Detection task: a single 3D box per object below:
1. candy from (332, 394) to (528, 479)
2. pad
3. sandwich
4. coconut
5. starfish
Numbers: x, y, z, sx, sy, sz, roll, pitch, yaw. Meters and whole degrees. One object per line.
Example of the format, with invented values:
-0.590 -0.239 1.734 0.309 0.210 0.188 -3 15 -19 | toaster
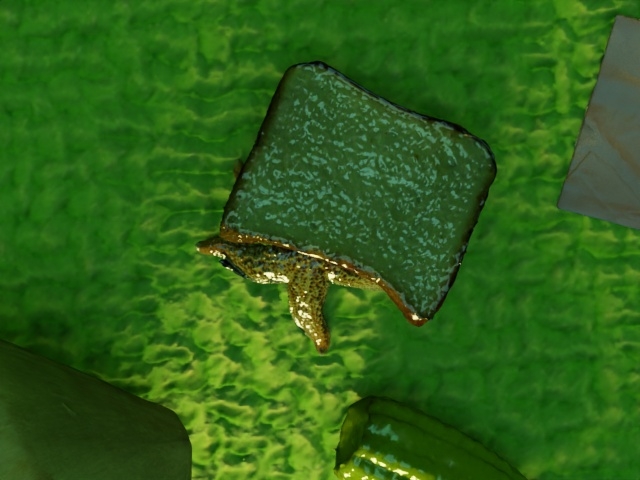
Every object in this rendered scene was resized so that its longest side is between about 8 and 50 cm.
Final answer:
0.115 0.218 1.764 0.209 0.097 0.096 24 105 -7 | candy
0.293 -0.102 1.715 0.113 0.006 0.187 14 107 -2 | pad
0.035 -0.044 1.688 0.215 0.065 0.186 21 85 -4 | sandwich
-0.293 0.273 1.673 0.415 0.344 0.415 -4 104 -16 | coconut
0.000 0.000 1.740 0.208 0.053 0.176 37 94 -13 | starfish
